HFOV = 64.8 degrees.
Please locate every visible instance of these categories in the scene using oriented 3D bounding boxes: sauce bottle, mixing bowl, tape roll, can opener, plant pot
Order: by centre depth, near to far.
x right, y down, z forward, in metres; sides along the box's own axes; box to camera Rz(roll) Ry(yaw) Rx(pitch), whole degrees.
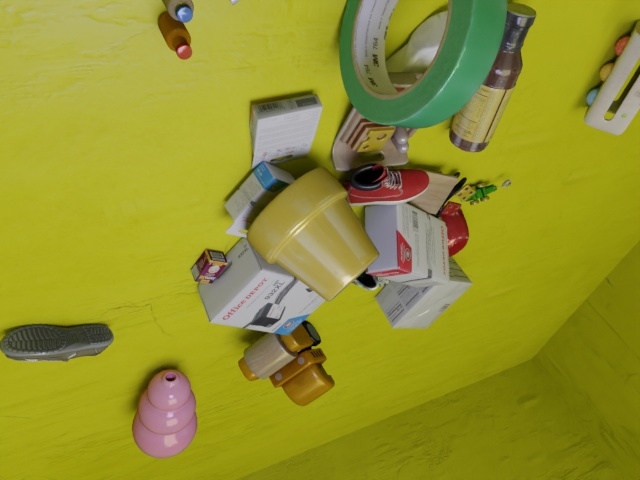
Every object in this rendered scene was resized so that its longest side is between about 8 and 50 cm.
[{"bbox_3d":[0.153,-0.353,0.844,0.077,0.321,0.321,-3,137,-34],"label":"tape roll"},{"bbox_3d":[0.000,0.000,1.166,0.254,0.239,0.254,-42,172,-7],"label":"plant pot"},{"bbox_3d":[0.403,-0.372,1.183,0.112,0.111,0.344,-14,142,-22],"label":"sauce bottle"},{"bbox_3d":[0.364,-0.131,1.509,0.059,0.073,0.186,29,127,-3],"label":"can opener"},{"bbox_3d":[0.411,-0.011,1.632,0.182,0.098,0.181,-24,150,-15],"label":"mixing bowl"}]

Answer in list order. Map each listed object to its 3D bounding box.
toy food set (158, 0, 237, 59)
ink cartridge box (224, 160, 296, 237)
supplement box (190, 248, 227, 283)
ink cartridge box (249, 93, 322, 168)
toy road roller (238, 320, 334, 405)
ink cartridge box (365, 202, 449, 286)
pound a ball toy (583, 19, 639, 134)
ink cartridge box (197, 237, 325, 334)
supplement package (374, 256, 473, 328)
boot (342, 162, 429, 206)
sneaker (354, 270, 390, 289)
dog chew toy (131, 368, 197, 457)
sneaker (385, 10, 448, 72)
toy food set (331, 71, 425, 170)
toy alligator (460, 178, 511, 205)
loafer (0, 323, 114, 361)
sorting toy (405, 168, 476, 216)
[{"bbox_3d":[-0.160,-0.389,0.762,0.232,0.104,0.111,-34,145,6],"label":"toy food set"},{"bbox_3d":[-0.146,-0.090,1.171,0.180,0.060,0.104,-44,151,19],"label":"ink cartridge box"},{"bbox_3d":[-0.285,0.067,1.291,0.055,0.043,0.083,12,128,-44],"label":"supplement box"},{"bbox_3d":[-0.081,-0.233,1.087,0.146,0.045,0.179,-16,161,-20],"label":"ink cartridge box"},{"bbox_3d":[-0.087,0.415,1.653,0.203,0.240,0.329,-38,162,10],"label":"toy road roller"},{"bbox_3d":[0.252,0.017,1.442,0.114,0.196,0.273,-13,159,40],"label":"ink cartridge box"},{"bbox_3d":[0.824,-0.440,1.350,0.208,0.136,0.319,-52,160,-37],"label":"pound a ball toy"},{"bbox_3d":[-0.145,0.136,1.402,0.223,0.129,0.307,-44,143,20],"label":"ink cartridge box"},{"bbox_3d":[0.368,0.181,1.812,0.204,0.145,0.262,9,130,-41],"label":"supplement package"},{"bbox_3d":[0.179,-0.149,1.248,0.245,0.088,0.176,-11,170,-13],"label":"boot"},{"bbox_3d":[0.117,0.093,1.491,0.158,0.182,0.410,-39,144,14],"label":"sneaker"},{"bbox_3d":[-0.489,0.541,1.611,0.207,0.206,0.331,-6,131,-30],"label":"dog chew toy"},{"bbox_3d":[0.224,-0.393,1.070,0.212,0.080,0.094,-35,151,24],"label":"sneaker"},{"bbox_3d":[0.175,-0.256,1.126,0.220,0.092,0.306,-10,158,-26],"label":"toy food set"},{"bbox_3d":[0.510,-0.154,1.587,0.190,0.056,0.051,-20,-174,-16],"label":"toy alligator"},{"bbox_3d":[-0.643,0.265,1.236,0.251,0.094,0.087,7,127,-41],"label":"loafer"},{"bbox_3d":[0.305,-0.145,1.429,0.275,0.046,0.132,8,131,-22],"label":"sorting toy"}]
